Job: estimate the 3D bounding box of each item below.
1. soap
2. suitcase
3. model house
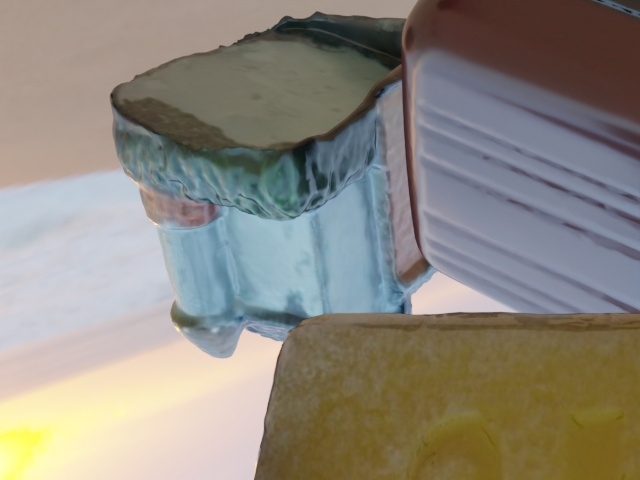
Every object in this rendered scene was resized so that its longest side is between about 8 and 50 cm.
[{"bbox_3d":[0.113,0.112,0.467,0.274,0.173,0.089,-2,155,23],"label":"soap"},{"bbox_3d":[0.193,-0.039,0.712,0.161,0.297,0.236,-52,155,-25],"label":"suitcase"},{"bbox_3d":[0.000,0.000,1.044,0.184,0.291,0.253,6,-152,34],"label":"model house"}]
